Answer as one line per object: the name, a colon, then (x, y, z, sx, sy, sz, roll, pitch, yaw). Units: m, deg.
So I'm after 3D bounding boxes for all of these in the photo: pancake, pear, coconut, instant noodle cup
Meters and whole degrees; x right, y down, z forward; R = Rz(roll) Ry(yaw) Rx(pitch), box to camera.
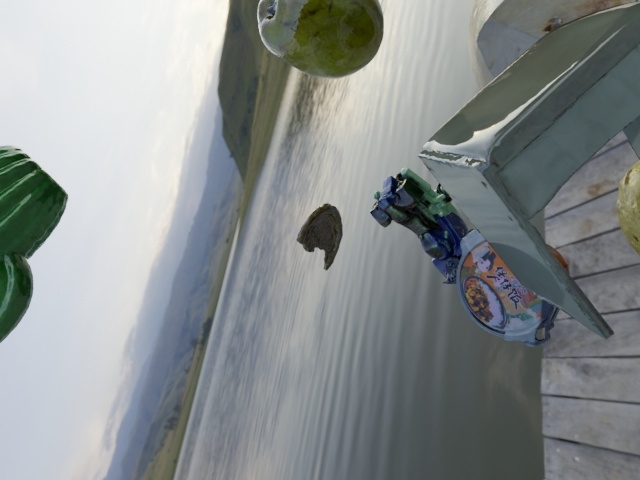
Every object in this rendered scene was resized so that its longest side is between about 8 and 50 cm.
pancake: (0.000, 0.000, 1.067, 0.191, 0.020, 0.184, -17, -56, -52)
pear: (0.007, -0.513, 1.069, 0.253, 0.308, 0.252, -2, 87, 56)
coconut: (0.490, -0.424, 0.915, 0.345, 0.416, 0.414, 144, 139, -66)
instant noodle cup: (0.346, 0.067, 0.776, 0.178, 0.126, 0.207, -26, 78, 49)

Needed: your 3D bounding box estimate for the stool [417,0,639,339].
stool: (0.304, -0.082, 0.521, 0.244, 0.269, 0.170, -41, 17, 4)

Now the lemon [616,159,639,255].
lemon: (0.699, -0.060, 0.834, 0.283, 0.261, 0.260, 71, -161, -49)

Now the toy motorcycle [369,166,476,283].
toy motorcycle: (0.268, -0.022, 1.030, 0.125, 0.331, 0.196, -41, 15, 47)

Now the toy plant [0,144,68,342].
toy plant: (-0.299, 0.027, 0.340, 0.088, 0.155, 0.240, 121, 168, -68)
